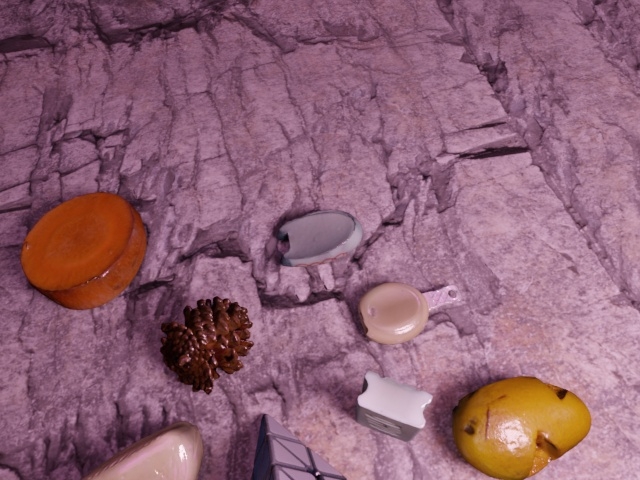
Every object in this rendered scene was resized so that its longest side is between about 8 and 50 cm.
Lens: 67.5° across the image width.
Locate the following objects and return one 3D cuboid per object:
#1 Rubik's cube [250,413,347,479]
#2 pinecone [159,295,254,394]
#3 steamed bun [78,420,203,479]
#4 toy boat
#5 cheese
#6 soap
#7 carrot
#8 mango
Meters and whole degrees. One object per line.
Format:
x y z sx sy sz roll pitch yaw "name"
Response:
-0.046 0.464 0.834 0.229 0.229 0.233 -16 98 36 "Rubik's cube"
-0.227 0.206 0.983 0.179 0.150 0.195 32 67 20 "pinecone"
-0.312 0.440 0.854 0.239 0.170 0.152 -27 85 -9 "steamed bun"
0.000 0.000 1.142 0.208 0.078 0.134 -17 53 6 "toy boat"
0.196 0.145 1.043 0.228 0.064 0.137 -16 62 -7 "cheese"
0.127 0.308 0.875 0.119 0.198 0.066 18 64 13 "soap"
-0.556 0.010 1.147 0.259 0.100 0.307 6 59 3 "carrot"
0.372 0.339 0.886 0.262 0.130 0.167 -17 66 -11 "mango"
